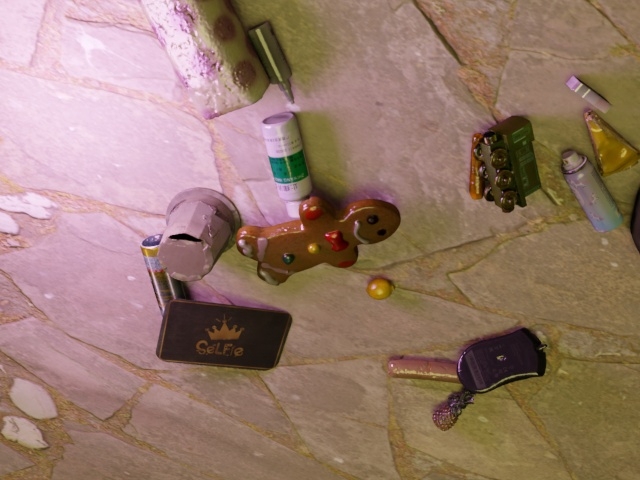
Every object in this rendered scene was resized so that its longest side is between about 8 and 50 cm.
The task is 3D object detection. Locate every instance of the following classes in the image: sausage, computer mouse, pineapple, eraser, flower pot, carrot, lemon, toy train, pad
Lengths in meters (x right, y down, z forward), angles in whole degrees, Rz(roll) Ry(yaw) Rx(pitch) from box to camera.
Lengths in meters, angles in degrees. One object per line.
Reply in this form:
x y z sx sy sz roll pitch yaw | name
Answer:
0.352 0.393 1.956 0.302 0.065 0.065 6 120 0 | sausage
0.526 0.348 1.889 0.264 0.088 0.146 -21 71 17 | computer mouse
0.416 0.517 2.020 0.074 0.074 0.159 33 110 -13 | pineapple
0.617 -0.335 1.504 0.105 0.065 0.026 31 119 -11 | eraser
-0.325 -0.009 1.714 0.213 0.202 0.212 1 117 3 | flower pot
0.390 -0.183 1.627 0.042 0.042 0.170 -2 119 7 | carrot
0.167 0.135 1.822 0.083 0.062 0.062 -9 119 11 | lemon
0.458 -0.178 1.585 0.137 0.090 0.225 -30 122 -10 | toy train
-0.289 0.326 1.929 0.376 0.063 0.314 8 123 -15 | pad

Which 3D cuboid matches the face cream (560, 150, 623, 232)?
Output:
0.663 -0.125 1.616 0.075 0.075 0.229 -31 112 21 | face cream

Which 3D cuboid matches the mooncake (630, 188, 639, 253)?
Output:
0.943 -0.037 1.572 0.357 0.194 0.356 2 121 3 | mooncake

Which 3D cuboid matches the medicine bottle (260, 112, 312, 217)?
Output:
-0.077 -0.185 1.645 0.095 0.095 0.259 -9 119 11 | medicine bottle

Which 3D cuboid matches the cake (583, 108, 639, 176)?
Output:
0.699 -0.234 1.549 0.116 0.079 0.184 -14 113 16 | cake

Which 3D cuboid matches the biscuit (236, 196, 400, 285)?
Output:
0.000 0.001 1.704 0.433 0.064 0.283 -16 140 15 | biscuit

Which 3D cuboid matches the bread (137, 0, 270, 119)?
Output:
-0.264 -0.452 1.464 0.187 0.155 0.338 -13 119 27 | bread

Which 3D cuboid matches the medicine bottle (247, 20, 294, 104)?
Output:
-0.105 -0.410 1.538 0.058 0.057 0.199 -18 118 15 | medicine bottle

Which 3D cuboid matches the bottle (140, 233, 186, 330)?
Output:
-0.437 0.123 1.864 0.082 0.082 0.285 -4 119 8 | bottle
